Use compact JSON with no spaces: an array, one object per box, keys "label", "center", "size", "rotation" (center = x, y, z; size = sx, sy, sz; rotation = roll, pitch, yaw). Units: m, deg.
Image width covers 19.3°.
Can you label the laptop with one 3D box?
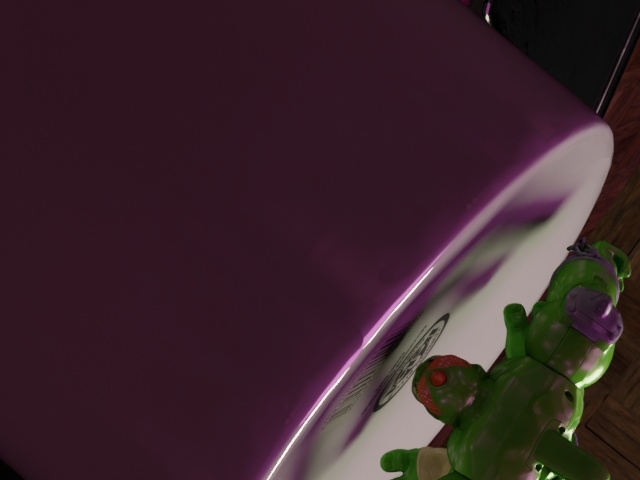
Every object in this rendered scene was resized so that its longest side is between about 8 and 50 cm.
[{"label":"laptop","center":[0.165,-0.260,1.535],"size":[0.408,0.236,0.382],"rotation":[0,-121,58]}]

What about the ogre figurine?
[{"label":"ogre figurine","center":[0.088,0.084,0.857],"size":[0.197,0.097,0.118],"rotation":[-38,175,-4]}]

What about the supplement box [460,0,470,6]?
[{"label":"supplement box","center":[0.019,-0.145,1.566],"size":[0.111,0.114,0.220],"rotation":[-31,153,-52]}]

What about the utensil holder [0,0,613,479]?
[{"label":"utensil holder","center":[-0.097,-0.049,0.929],"size":[0.327,0.385,0.327],"rotation":[-47,165,-17]}]

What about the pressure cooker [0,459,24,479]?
[{"label":"pressure cooker","center":[-0.250,0.277,1.191],"size":[0.375,0.370,0.420],"rotation":[-27,147,-28]}]
